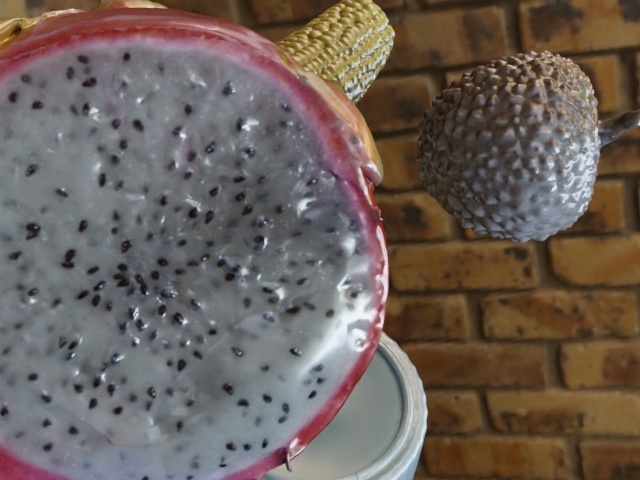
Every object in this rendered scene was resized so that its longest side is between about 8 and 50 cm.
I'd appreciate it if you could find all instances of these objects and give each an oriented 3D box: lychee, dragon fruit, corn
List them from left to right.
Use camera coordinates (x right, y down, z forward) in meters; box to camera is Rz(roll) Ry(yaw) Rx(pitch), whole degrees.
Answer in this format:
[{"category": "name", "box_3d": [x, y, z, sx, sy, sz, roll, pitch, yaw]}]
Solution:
[{"category": "dragon fruit", "box_3d": [-0.105, 0.004, 0.641, 0.290, 0.291, 0.189, -16, -163, -6]}, {"category": "corn", "box_3d": [-0.034, -0.122, 1.028, 0.101, 0.102, 0.310, 5, -145, 33]}, {"category": "lychee", "box_3d": [0.177, -0.079, 0.965, 0.197, 0.165, 0.165, -3, -153, 13]}]

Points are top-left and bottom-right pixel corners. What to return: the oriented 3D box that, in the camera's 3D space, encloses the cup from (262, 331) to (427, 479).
[{"category": "cup", "box_3d": [-0.028, 0.225, 1.248, 0.256, 0.311, 0.331, 6, -132, -5]}]
